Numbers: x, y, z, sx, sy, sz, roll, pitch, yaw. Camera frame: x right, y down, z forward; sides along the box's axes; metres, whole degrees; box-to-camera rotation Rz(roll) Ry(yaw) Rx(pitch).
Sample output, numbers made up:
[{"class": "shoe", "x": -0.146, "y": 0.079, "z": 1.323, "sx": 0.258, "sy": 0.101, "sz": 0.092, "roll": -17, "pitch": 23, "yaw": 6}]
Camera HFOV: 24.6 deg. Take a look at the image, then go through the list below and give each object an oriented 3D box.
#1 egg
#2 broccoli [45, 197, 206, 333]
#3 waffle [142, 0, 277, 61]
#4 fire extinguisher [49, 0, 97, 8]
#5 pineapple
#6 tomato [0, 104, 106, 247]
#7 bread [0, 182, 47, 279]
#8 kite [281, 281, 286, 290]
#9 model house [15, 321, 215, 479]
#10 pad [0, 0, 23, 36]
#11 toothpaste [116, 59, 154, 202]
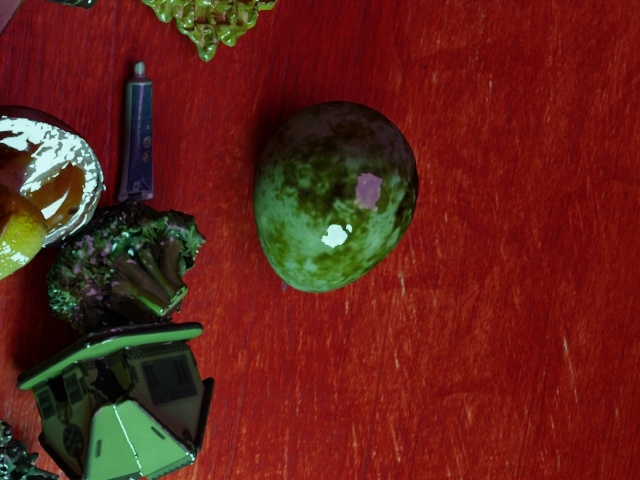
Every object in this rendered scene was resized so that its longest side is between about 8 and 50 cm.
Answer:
[{"class": "egg", "x": 0.019, "y": -0.059, "z": 2.127, "sx": 0.238, "sy": 0.238, "sz": 0.289, "roll": -7, "pitch": 118, "yaw": -41}, {"class": "broccoli", "x": -0.259, "y": 0.041, "z": 1.938, "sx": 0.176, "sy": 0.226, "sz": 0.198, "roll": 17, "pitch": 105, "yaw": -1}, {"class": "waffle", "x": -0.146, "y": -0.384, "z": 2.002, "sx": 0.243, "sy": 0.058, "sz": 0.238, "roll": -48, "pitch": 129, "yaw": -20}, {"class": "fire extinguisher", "x": -0.351, "y": -0.331, "z": 1.840, "sx": 0.158, "sy": 0.043, "sz": 0.064, "roll": 15, "pitch": 134, "yaw": -43}, {"class": "pineapple", "x": -0.428, "y": 0.278, "z": 1.903, "sx": 0.125, "sy": 0.125, "sz": 0.251, "roll": -54, "pitch": 136, "yaw": -17}, {"class": "tomato", "x": -0.378, "y": -0.097, "z": 1.810, "sx": 0.199, "sy": 0.112, "sz": 0.228, "roll": -35, "pitch": 135, "yaw": 13}, {"class": "bread", "x": -0.442, "y": 0.023, "z": 1.755, "sx": 0.245, "sy": 0.102, "sz": 0.094, "roll": -30, "pitch": 139, "yaw": 18}, {"class": "kite", "x": 0.000, "y": 0.000, "z": 2.283, "sx": 0.183, "sy": 0.010, "sz": 0.160, "roll": -5, "pitch": 102, "yaw": -45}, {"class": "model house", "x": -0.239, "y": 0.266, "z": 1.917, "sx": 0.205, "sy": 0.218, "sz": 0.279, "roll": -5, "pitch": 70, "yaw": -45}, {"class": "pad", "x": -0.480, "y": -0.312, "z": 1.685, "sx": 0.284, "sy": 0.018, "sz": 0.286, "roll": 32, "pitch": 92, "yaw": -35}, {"class": "toothpaste", "x": -0.248, "y": -0.147, "z": 1.994, "sx": 0.057, "sy": 0.035, "sz": 0.197, "roll": -7, "pitch": 110, "yaw": -32}]
